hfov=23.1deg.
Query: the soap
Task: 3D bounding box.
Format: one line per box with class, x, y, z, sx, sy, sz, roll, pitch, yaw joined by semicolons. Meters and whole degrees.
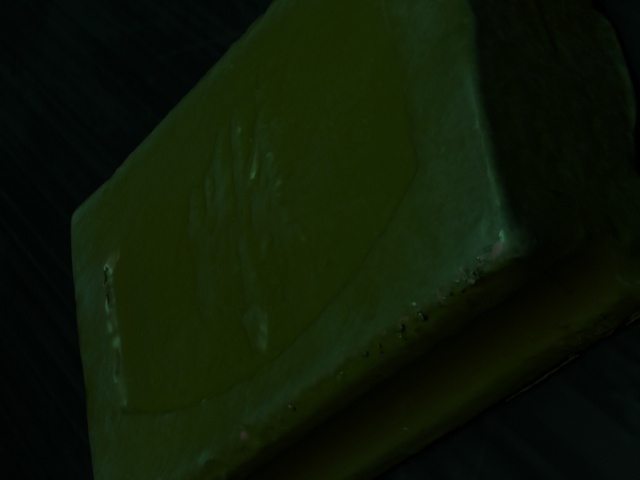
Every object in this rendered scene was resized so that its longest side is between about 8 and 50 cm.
soap;0.000;0.000;0.688;0.315;0.091;0.199;-39;53;45
